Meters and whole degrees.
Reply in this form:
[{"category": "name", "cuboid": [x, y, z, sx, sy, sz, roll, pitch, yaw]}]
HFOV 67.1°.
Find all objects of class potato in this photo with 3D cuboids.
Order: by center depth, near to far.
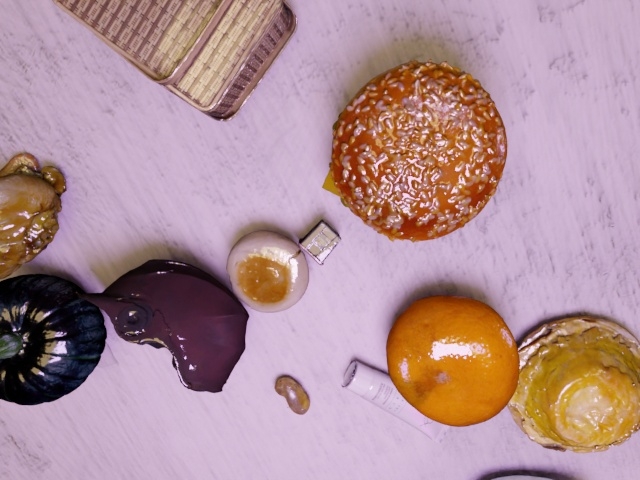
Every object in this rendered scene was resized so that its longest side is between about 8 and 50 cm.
[{"category": "potato", "cuboid": [-0.054, 0.311, 0.973, 0.092, 0.045, 0.046, 51, 136, -5]}]

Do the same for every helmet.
[{"category": "helmet", "cuboid": [-0.256, 0.129, 0.869, 0.305, 0.225, 0.177, 41, 74, -5]}]

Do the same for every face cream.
[{"category": "face cream", "cuboid": [0.157, 0.316, 0.957, 0.243, 0.058, 0.092, 28, 98, -9]}]

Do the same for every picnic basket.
[{"category": "picnic basket", "cuboid": [-0.218, -0.369, 0.772, 0.312, 0.175, 0.228, 38, 101, -5]}]

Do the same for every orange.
[{"category": "orange", "cuboid": [0.234, 0.210, 0.866, 0.239, 0.171, 0.241, 3, 105, 11]}]

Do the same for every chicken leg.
[{"category": "chicken leg", "cuboid": [-0.678, -0.013, 0.908, 0.428, 0.152, 0.202, -12, 93, 14]}]

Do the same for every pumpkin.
[{"category": "pumpkin", "cuboid": [-0.535, 0.185, 0.879, 0.247, 0.248, 0.248, 1, 102, 4]}]

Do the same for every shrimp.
[{"category": "shrimp", "cuboid": [-0.585, -0.122, 0.929, 0.108, 0.023, 0.059, -40, 105, 11]}]

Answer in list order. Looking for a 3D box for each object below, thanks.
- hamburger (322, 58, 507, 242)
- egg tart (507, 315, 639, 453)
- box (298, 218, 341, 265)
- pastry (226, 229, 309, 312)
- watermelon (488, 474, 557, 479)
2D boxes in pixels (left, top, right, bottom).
[{"category": "hamburger", "cuboid": [0.144, -0.140, 0.773, 0.290, 0.225, 0.292, 1, 105, 5]}, {"category": "egg tart", "cuboid": [0.489, 0.286, 0.894, 0.294, 0.116, 0.295, 1, 104, 5]}, {"category": "box", "cuboid": [0.000, 0.000, 0.885, 0.060, 0.085, 0.063, 41, 94, -4]}, {"category": "pastry", "cuboid": [-0.094, 0.055, 0.888, 0.156, 0.092, 0.157, 5, 115, 10]}, {"category": "watermelon", "cuboid": [0.375, 0.582, 0.944, 0.259, 0.176, 0.256, 11, 95, 24]}]
